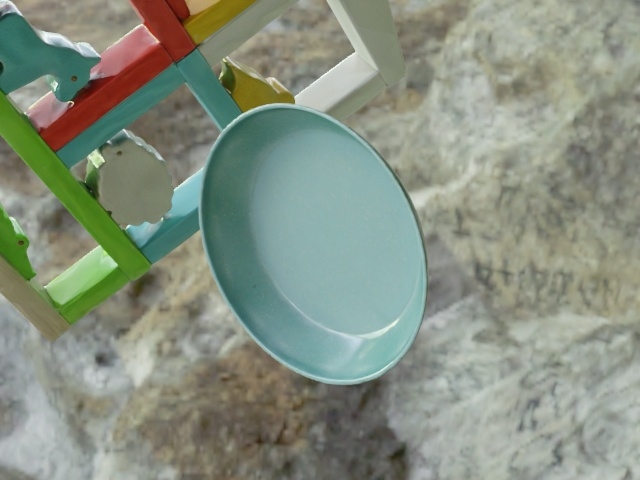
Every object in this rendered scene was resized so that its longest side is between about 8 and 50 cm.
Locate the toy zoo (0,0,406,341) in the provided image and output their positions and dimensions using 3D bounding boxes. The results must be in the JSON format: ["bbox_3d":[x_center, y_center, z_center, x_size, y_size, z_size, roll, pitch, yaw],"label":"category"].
[{"bbox_3d":[-0.076,-0.096,0.621,0.293,0.192,0.030,-38,-138,-3],"label":"toy zoo"}]

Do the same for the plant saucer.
[{"bbox_3d":[0.000,0.000,0.501,0.119,0.119,0.021,29,-144,28],"label":"plant saucer"}]
